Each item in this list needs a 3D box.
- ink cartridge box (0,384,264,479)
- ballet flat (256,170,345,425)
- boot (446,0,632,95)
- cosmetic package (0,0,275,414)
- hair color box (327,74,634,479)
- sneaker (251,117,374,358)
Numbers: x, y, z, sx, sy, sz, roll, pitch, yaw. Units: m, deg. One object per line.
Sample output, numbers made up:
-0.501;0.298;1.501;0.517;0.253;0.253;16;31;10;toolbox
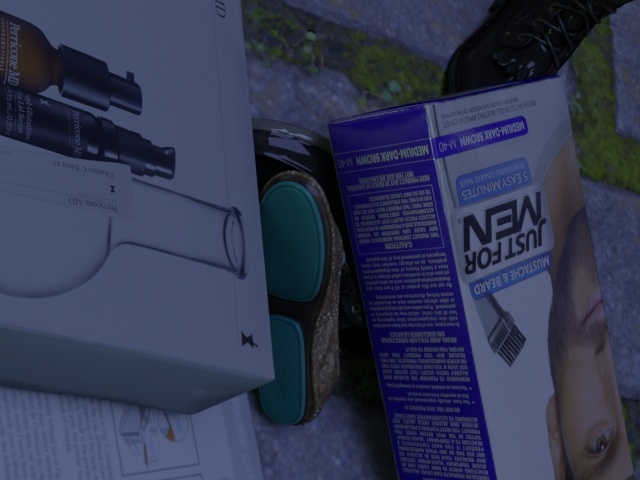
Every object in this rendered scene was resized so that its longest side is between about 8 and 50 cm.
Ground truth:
-0.179;0.232;0.683;0.385;0.091;0.308;4;70;-51;ink cartridge box
-0.014;0.037;0.813;0.067;0.073;0.206;-36;138;-53;ballet flat
0.238;-0.215;1.019;0.091;0.229;0.263;38;56;-18;boot
-0.176;-0.095;0.715;0.284;0.097;0.377;19;55;-44;cosmetic package
0.132;0.053;0.866;0.185;0.110;0.338;-19;101;-45;hair color box
0.000;0.000;0.868;0.222;0.083;0.118;32;58;-23;sneaker
